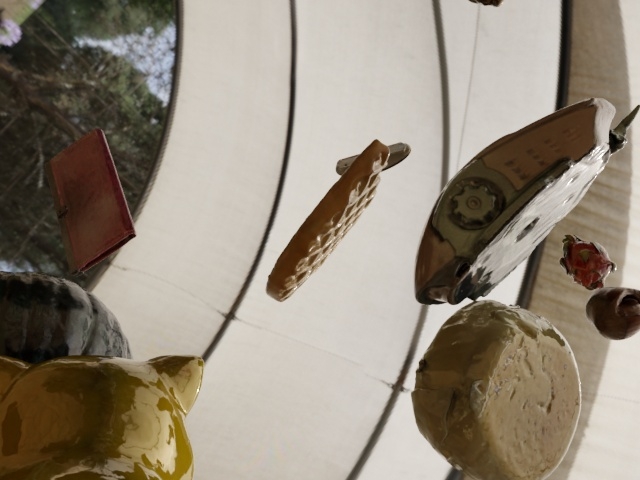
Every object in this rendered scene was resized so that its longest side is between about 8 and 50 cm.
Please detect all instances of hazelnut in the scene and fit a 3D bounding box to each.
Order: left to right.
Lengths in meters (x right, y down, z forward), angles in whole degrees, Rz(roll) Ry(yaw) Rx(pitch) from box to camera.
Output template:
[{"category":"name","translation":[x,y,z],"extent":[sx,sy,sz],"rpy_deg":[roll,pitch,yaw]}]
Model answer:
[{"category":"hazelnut","translation":[0.416,0.098,0.867],"extent":[0.086,0.086,0.086],"rpy_deg":[-29,-146,23]}]

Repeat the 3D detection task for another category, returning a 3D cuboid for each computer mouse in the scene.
[{"category":"computer mouse","translation":[0.136,-0.202,1.589],"extent":[0.199,0.045,0.102],"rpy_deg":[-15,-156,5]},{"category":"computer mouse","translation":[0.246,-0.070,0.772],"extent":[0.389,0.199,0.115],"rpy_deg":[-42,-113,-8]}]

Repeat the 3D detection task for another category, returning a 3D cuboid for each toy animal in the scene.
[{"category":"toy animal","translation":[-0.131,0.148,0.325],"extent":[0.156,0.156,0.230],"rpy_deg":[-39,-147,8]}]

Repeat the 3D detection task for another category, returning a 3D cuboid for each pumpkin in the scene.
[{"category":"pumpkin","translation":[-0.257,0.115,0.517],"extent":[0.202,0.202,0.140],"rpy_deg":[-36,-134,12]}]

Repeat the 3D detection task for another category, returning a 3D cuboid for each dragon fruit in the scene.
[{"category":"dragon fruit","translation":[0.482,0.036,1.139],"extent":[0.081,0.086,0.116],"rpy_deg":[-47,-156,23]}]

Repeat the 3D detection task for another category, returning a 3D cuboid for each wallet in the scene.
[{"category":"wallet","translation":[-0.365,-0.066,0.981],"extent":[0.119,0.025,0.232],"rpy_deg":[-32,-121,8]}]

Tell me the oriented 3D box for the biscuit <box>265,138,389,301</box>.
[{"category":"biscuit","translation":[0.000,0.000,0.856],"extent":[0.204,0.040,0.309],"rpy_deg":[-48,174,-23]}]

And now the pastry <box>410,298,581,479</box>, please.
[{"category":"pastry","translation":[0.247,0.208,0.860],"extent":[0.265,0.265,0.133],"rpy_deg":[-54,-153,-16]}]

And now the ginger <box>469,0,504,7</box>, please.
[{"category":"ginger","translation":[0.159,-0.539,0.871],"extent":[0.254,0.419,0.176],"rpy_deg":[5,-175,10]}]
